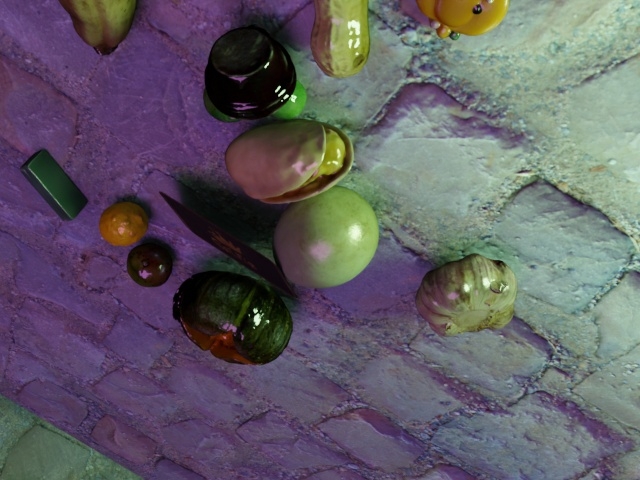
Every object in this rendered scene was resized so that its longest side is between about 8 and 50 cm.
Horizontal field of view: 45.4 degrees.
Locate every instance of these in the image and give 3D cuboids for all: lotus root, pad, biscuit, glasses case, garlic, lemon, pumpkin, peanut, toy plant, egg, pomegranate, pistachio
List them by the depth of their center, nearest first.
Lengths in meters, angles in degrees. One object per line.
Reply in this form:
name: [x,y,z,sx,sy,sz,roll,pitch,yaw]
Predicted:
biscuit: [0.237,-0.415,1.315,0.170,0.050,0.170,13,136,13]
peanut: [0.034,-0.395,1.373,0.110,0.120,0.236,47,157,34]
lotus root: [-0.439,-0.479,1.487,0.154,0.140,0.257,8,146,-2]
toy plant: [-0.142,-0.309,1.513,0.218,0.175,0.235,7,160,9]
pistachio: [-0.070,-0.172,1.588,0.299,0.187,0.187,-3,132,41]
egg: [0.000,0.000,1.706,0.218,0.218,0.295,38,142,-15]
garlic: [0.331,0.115,1.725,0.244,0.161,0.245,-2,141,-2]
pad: [-0.227,0.047,1.843,0.375,0.063,0.315,31,166,25]
lemon: [-0.508,-0.040,1.965,0.155,0.114,0.114,-19,123,41]
glasses case: [-0.685,-0.140,1.969,0.039,0.078,0.184,-9,128,35]
pumpkin: [-0.222,0.205,1.997,0.320,0.192,0.320,21,153,12]
pomegranate: [-0.455,0.063,2.050,0.130,0.130,0.130,12,136,12]
